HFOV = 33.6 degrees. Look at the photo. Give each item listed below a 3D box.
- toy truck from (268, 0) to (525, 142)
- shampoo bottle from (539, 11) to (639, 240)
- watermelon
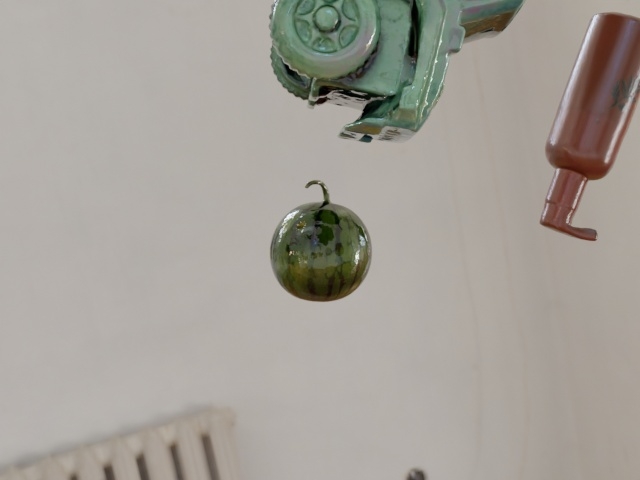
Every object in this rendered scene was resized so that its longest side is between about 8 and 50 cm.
[{"bbox_3d":[0.058,-0.203,0.699,0.156,0.278,0.155,11,0,-2],"label":"toy truck"},{"bbox_3d":[0.298,-0.125,1.165,0.085,0.244,0.085,18,-2,1],"label":"shampoo bottle"},{"bbox_3d":[0.002,0.006,1.012,0.109,0.109,0.109,-12,6,1],"label":"watermelon"}]
